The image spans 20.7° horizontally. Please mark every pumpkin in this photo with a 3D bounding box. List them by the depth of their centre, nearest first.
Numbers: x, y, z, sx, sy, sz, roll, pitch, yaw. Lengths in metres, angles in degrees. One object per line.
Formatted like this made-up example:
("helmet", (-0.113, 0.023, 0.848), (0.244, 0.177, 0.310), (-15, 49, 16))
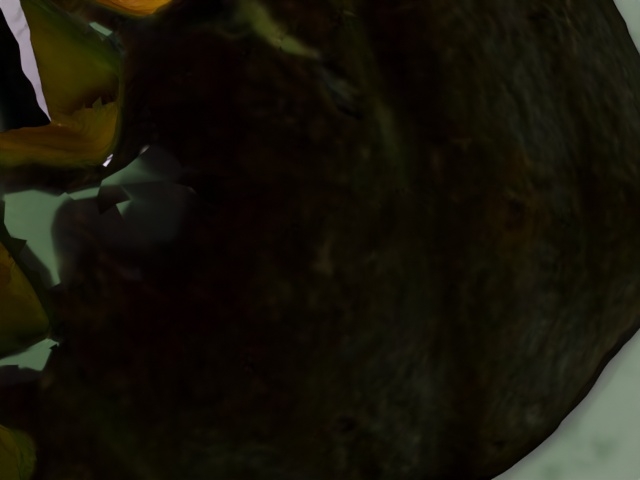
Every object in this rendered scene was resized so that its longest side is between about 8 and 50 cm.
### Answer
("pumpkin", (0.000, 0.000, 0.442), (0.149, 0.130, 0.254), (16, 87, 22))

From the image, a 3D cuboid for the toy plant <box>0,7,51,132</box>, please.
("toy plant", (-0.262, 0.019, 0.496), (0.332, 0.247, 0.247), (-5, 81, 24))
